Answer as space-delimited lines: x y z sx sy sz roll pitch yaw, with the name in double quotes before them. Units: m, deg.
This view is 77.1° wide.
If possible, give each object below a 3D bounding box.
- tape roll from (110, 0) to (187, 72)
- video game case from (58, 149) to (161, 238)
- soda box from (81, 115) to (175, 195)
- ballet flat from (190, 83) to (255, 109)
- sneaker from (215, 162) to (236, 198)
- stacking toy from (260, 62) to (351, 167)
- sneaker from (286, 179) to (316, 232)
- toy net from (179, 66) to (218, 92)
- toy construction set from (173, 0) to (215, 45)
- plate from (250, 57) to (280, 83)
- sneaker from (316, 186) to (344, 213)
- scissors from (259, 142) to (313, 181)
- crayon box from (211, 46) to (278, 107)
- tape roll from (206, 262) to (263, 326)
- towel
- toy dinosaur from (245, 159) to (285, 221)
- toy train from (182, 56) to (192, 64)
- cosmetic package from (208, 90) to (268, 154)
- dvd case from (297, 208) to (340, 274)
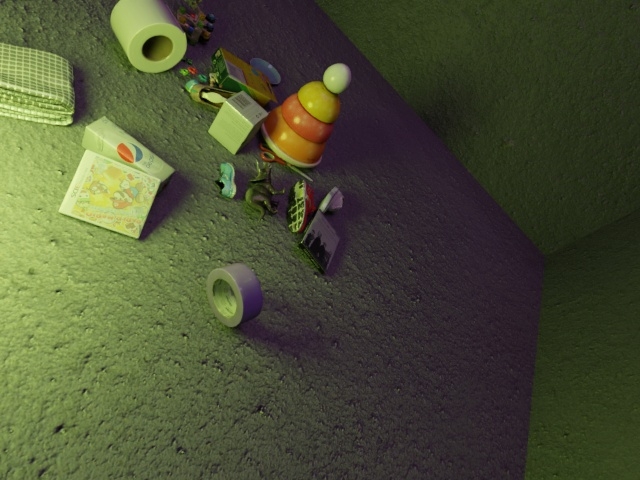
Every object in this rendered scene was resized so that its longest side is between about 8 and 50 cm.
"tape roll" -0.693 -0.835 1.628 0.246 0.246 0.169 -19 73 -47
"video game case" -0.639 -0.139 1.237 0.227 0.026 0.206 23 75 -27
"soda box" -0.644 -0.278 1.354 0.286 0.098 0.091 39 42 -12
"ballet flat" -0.417 -0.619 1.797 0.316 0.108 0.106 1 17 -32
"sneaker" -0.379 -0.244 1.585 0.073 0.063 0.162 5 56 -35
"stacking toy" -0.020 -0.599 1.836 0.350 0.480 0.351 27 40 -26
"sneaker" -0.067 -0.143 1.753 0.118 0.107 0.279 36 45 -35
"toy net" -0.534 -0.738 1.846 0.122 0.045 0.232 50 39 4
"toy construction set" -0.629 -1.095 1.969 0.215 0.151 0.328 20 59 -29
"plate" -0.305 -0.920 2.197 0.188 0.024 0.188 23 46 -26
"sneaker" 0.057 -0.175 1.875 0.091 0.094 0.258 41 36 -4
"scissors" -0.158 -0.373 1.906 0.297 0.021 0.109 20 46 -27
"crayon box" -0.365 -0.775 1.959 0.318 0.081 0.202 13 50 -50
"tape roll" -0.272 0.169 1.263 0.080 0.189 0.189 -17 72 -47
"towel" -0.933 -0.502 1.257 0.283 0.121 0.235 3 57 -39
"toy dinosaur" -0.242 -0.174 1.635 0.160 0.121 0.314 23 50 -10
"toy train" -0.632 -0.841 1.857 0.083 0.017 0.024 20 59 -29
"cosmetic package" -0.350 -0.502 1.714 0.151 0.183 0.151 41 41 -8
"dvd case" 0.000 0.000 1.710 0.179 0.029 0.239 53 37 -24
